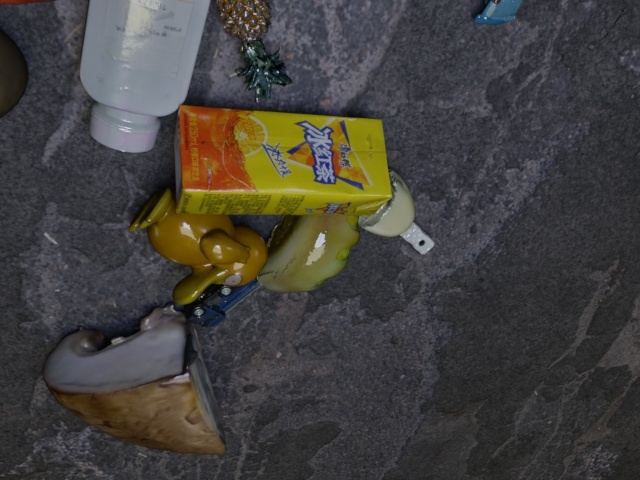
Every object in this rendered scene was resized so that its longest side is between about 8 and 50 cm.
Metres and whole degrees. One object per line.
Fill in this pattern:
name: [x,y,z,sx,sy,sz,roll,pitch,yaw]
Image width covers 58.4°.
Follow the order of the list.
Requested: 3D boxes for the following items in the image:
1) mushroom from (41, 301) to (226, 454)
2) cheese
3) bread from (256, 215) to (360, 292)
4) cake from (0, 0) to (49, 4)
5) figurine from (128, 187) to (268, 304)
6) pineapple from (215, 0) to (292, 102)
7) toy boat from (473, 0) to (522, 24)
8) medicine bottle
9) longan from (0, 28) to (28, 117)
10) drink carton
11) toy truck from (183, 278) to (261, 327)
mushroom: [-0.366,0.362,1.242,0.313,0.224,0.397,-16,129,-5]
cheese: [0.168,-0.040,1.189,0.127,0.050,0.235,-45,131,10]
bread: [-0.006,0.013,1.116,0.158,0.156,0.261,29,115,-29]
cake: [-0.429,-0.342,0.750,0.262,0.158,0.159,-38,125,17]
figurine: [-0.215,-0.002,1.045,0.215,0.215,0.228,-26,104,6]
pineapple: [-0.107,-0.328,0.885,0.083,0.103,0.221,-11,124,7]
toy boat: [0.304,-0.451,0.913,0.102,0.088,0.215,28,121,9]
medicine bottle: [-0.271,-0.286,0.861,0.161,0.111,0.296,7,122,-24]
longan: [-0.515,-0.234,0.808,0.185,0.204,0.159,-21,97,-42]
drink carton: [-0.063,-0.126,0.970,0.351,0.155,0.111,0,164,-20]
toy truck: [-0.190,0.098,1.191,0.201,0.074,0.088,-38,134,14]
